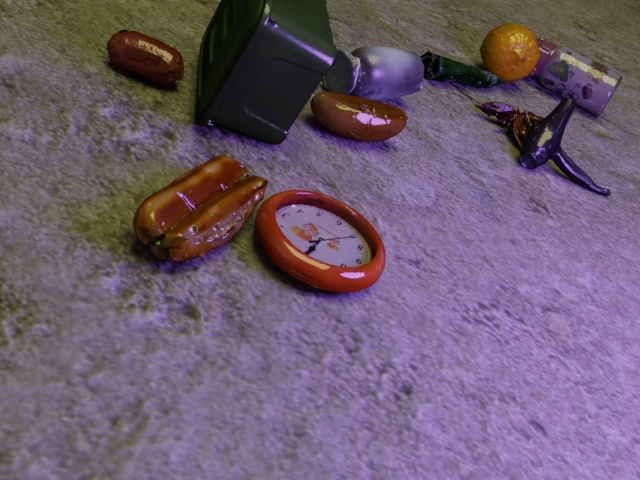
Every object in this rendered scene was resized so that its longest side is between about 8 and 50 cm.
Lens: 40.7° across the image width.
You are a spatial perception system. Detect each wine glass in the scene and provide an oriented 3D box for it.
[{"bbox_3d":[0.112,-0.341,1.759,0.204,0.111,0.111,-6,44,-35],"label":"wine glass"}]

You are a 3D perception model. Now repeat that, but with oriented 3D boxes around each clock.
[{"bbox_3d":[0.000,0.000,1.271,0.205,0.051,0.205,18,35,-13],"label":"clock"}]

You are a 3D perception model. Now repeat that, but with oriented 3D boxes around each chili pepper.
[{"bbox_3d":[0.340,-0.393,2.029,0.227,0.059,0.088,5,25,-32],"label":"chili pepper"}]

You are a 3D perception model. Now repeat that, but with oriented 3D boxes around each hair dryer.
[{"bbox_3d":[0.538,-0.176,1.826,0.219,0.075,0.195,43,63,-4],"label":"hair dryer"}]

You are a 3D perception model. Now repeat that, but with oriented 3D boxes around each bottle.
[{"bbox_3d":[0.628,-0.425,2.199,0.253,0.120,0.120,31,34,12],"label":"bottle"}]

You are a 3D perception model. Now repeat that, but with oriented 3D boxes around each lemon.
[{"bbox_3d":[0.466,-0.466,2.129,0.142,0.142,0.187,21,21,-6],"label":"lemon"}]

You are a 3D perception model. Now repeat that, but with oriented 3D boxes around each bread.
[{"bbox_3d":[0.069,-0.228,1.611,0.189,0.077,0.114,12,15,-17],"label":"bread"}]

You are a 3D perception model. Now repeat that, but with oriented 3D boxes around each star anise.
[{"bbox_3d":[0.455,-0.247,1.899,0.212,0.053,0.157,9,36,-24],"label":"star anise"}]

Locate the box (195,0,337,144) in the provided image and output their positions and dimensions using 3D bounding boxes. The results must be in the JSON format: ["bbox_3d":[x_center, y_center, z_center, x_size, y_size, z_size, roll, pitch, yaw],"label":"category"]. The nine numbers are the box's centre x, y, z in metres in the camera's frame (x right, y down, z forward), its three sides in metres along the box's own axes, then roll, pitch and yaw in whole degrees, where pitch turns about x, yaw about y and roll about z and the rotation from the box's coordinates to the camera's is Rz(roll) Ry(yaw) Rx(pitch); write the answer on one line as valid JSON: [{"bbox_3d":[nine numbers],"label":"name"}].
[{"bbox_3d":[-0.096,-0.338,1.514,0.178,0.252,0.328,21,34,-22],"label":"box"}]

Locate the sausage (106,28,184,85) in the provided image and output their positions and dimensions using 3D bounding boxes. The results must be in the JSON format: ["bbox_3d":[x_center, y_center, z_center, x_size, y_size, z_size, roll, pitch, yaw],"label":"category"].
[{"bbox_3d":[-0.302,-0.320,1.508,0.141,0.076,0.076,25,33,1],"label":"sausage"}]

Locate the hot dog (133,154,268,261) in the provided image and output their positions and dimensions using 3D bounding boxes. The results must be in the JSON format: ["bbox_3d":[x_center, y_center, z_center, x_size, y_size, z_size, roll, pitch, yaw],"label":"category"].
[{"bbox_3d":[-0.161,-0.047,1.216,0.115,0.072,0.269,32,33,12],"label":"hot dog"}]
